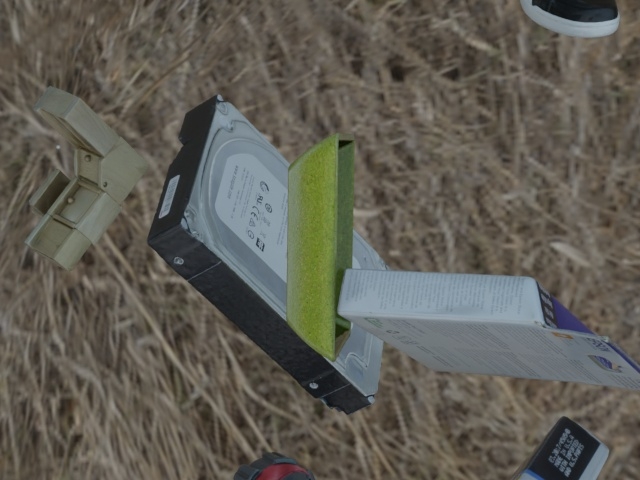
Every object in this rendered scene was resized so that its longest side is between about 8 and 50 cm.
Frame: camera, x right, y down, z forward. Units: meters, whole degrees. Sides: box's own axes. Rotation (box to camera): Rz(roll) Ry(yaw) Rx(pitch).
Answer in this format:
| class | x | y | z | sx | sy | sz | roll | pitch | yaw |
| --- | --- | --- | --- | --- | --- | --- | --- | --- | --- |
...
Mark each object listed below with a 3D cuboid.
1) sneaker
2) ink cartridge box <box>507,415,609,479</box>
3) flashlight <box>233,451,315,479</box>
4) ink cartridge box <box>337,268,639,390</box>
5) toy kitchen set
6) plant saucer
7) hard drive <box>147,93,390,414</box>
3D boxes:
| class | x | y | z | sx | sy | sz | roll | pitch | yaw |
| --- | --- | --- | --- | --- | --- | --- | --- | --- | --- |
| sneaker | 0.230 | -0.291 | 1.427 | 0.079 | 0.217 | 0.121 | -9 | 125 | -13 |
| ink cartridge box | 0.110 | 0.332 | 1.279 | 0.072 | 0.303 | 0.307 | 39 | 122 | 7 |
| flashlight | 0.001 | 0.320 | 1.642 | 0.103 | 0.304 | 0.103 | 44 | 75 | -26 |
| ink cartridge box | 0.159 | 0.075 | 1.202 | 0.224 | 0.223 | 0.045 | 4 | 75 | 26 |
| toy kitchen set | -0.168 | -0.041 | 0.896 | 0.083 | 0.068 | 0.075 | -55 | 136 | -12 |
| plant saucer | 0.000 | 0.000 | 1.274 | 0.045 | 0.188 | 0.188 | 2 | 94 | 5 |
| hard drive | -0.046 | 0.019 | 1.701 | 0.064 | 0.237 | 0.339 | -26 | 123 | 29 |
